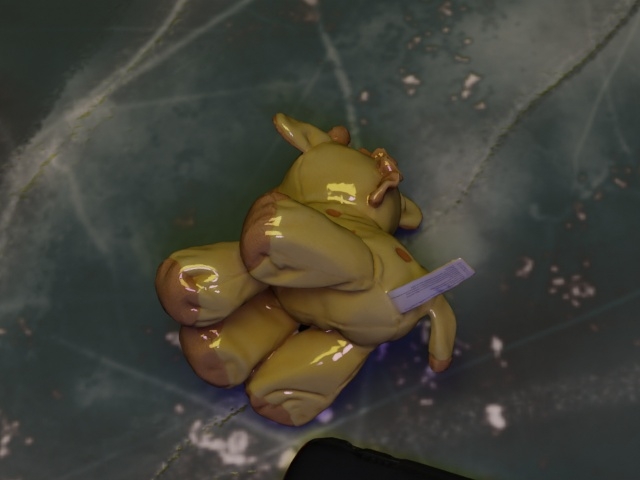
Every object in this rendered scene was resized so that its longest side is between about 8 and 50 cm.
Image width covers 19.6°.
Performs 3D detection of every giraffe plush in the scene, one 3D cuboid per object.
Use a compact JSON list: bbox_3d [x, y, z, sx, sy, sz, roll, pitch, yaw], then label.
[{"bbox_3d":[0.000,0.000,1.290,0.210,0.181,0.170,-15,39,10],"label":"giraffe plush"}]

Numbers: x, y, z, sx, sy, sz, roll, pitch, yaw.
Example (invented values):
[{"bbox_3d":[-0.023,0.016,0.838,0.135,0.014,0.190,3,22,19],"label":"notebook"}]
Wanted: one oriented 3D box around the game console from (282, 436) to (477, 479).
[{"bbox_3d":[0.111,0.319,1.152,0.387,0.060,0.342,16,65,14],"label":"game console"}]
